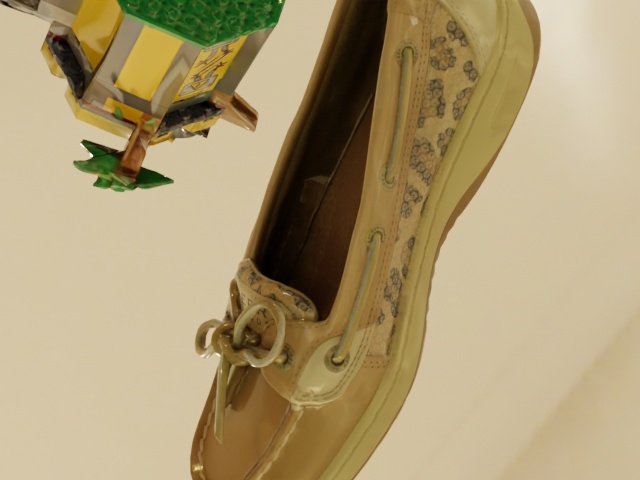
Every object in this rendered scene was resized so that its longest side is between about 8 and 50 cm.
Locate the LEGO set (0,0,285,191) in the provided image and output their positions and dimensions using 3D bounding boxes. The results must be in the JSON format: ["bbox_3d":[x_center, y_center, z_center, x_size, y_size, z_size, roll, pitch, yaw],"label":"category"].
[{"bbox_3d":[-0.109,-0.161,0.680,0.255,0.192,0.331,14,-119,-14],"label":"LEGO set"}]

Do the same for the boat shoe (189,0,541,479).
[{"bbox_3d":[0.000,0.000,0.887,0.089,0.104,0.285,23,-92,-39],"label":"boat shoe"}]
